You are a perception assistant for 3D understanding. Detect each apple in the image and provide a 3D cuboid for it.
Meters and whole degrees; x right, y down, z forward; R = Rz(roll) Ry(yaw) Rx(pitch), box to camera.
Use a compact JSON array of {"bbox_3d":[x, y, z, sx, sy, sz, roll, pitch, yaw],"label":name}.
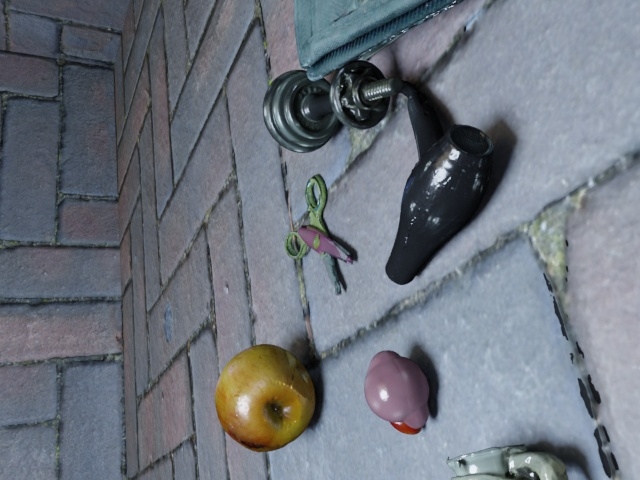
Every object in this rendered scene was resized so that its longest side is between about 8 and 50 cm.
[{"bbox_3d":[-0.076,0.221,0.861,0.146,0.147,0.146,-10,79,63],"label":"apple"}]

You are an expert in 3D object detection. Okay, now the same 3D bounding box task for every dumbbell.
[{"bbox_3d":[0.018,-0.168,0.754,0.255,0.110,0.110,5,92,60],"label":"dumbbell"}]

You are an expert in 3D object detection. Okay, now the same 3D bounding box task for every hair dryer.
[{"bbox_3d":[0.102,-0.086,0.649,0.195,0.075,0.219,111,160,-49],"label":"hair dryer"}]

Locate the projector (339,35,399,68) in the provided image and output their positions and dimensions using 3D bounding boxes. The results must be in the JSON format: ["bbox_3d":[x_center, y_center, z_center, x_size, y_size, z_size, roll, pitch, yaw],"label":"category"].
[{"bbox_3d":[0.048,-0.282,0.750,0.147,0.061,0.115,-8,79,63],"label":"projector"}]

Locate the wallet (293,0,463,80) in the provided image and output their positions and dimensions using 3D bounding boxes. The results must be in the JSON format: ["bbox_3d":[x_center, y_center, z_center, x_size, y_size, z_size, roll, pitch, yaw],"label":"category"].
[{"bbox_3d":[0.083,-0.323,0.593,0.342,0.075,0.236,-13,73,48],"label":"wallet"}]

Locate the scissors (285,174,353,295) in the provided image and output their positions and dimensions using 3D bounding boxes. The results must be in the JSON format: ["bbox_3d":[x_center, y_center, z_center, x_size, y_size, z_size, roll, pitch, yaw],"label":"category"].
[{"bbox_3d":[0.000,0.000,0.866,0.187,0.020,0.133,56,132,51],"label":"scissors"}]

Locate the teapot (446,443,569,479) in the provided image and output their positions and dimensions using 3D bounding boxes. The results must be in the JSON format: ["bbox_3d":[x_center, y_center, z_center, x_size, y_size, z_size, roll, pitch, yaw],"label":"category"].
[{"bbox_3d":[0.161,0.254,0.462,0.107,0.077,0.200,-46,48,47],"label":"teapot"}]

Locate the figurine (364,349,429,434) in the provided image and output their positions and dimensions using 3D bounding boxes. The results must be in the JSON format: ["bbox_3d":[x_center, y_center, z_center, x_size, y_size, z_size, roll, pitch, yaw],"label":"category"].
[{"bbox_3d":[0.080,0.157,0.643,0.083,0.067,0.071,52,155,31],"label":"figurine"}]
